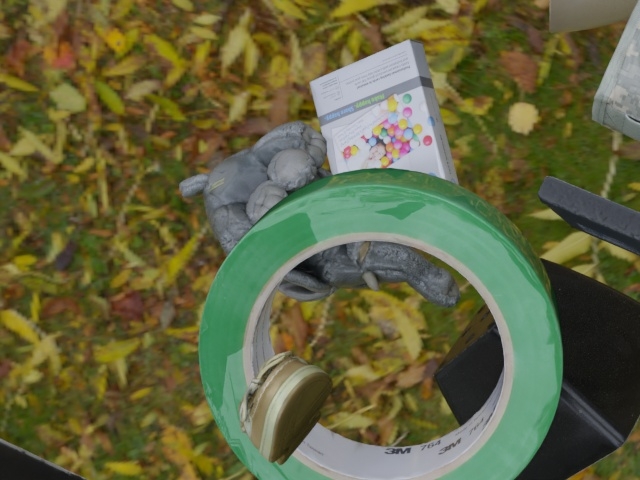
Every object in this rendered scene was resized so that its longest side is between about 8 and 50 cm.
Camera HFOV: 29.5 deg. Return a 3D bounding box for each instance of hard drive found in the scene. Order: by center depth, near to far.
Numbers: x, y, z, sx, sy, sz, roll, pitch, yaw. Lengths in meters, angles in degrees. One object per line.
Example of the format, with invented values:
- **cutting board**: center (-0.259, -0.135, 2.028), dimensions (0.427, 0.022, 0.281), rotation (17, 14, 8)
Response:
- **hard drive**: center (0.234, -0.014, 0.983), dimensions (0.094, 0.135, 0.022), rotation (26, 92, 24)

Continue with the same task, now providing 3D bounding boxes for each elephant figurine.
- **elephant figurine**: center (0.000, 0.000, 1.292), dimensions (0.169, 0.239, 0.186), rotation (-41, 37, 18)

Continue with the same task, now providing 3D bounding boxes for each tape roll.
- **tape roll**: center (0.054, 0.098, 1.093), dimensions (0.321, 0.077, 0.321), rotation (3, 105, 10)

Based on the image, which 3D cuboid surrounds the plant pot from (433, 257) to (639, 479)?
- **plant pot**: center (0.234, 0.135, 1.285), dimensions (0.167, 0.188, 0.187), rotation (41, 139, 0)

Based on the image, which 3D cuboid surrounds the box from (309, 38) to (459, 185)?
- **box**: center (0.073, -0.119, 1.406), dimensions (0.145, 0.038, 0.186), rotation (-18, 82, 33)

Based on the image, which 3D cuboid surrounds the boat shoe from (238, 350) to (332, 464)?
- **boat shoe**: center (-0.027, 0.092, 0.695), dimensions (0.048, 0.153, 0.056), rotation (38, 79, 9)

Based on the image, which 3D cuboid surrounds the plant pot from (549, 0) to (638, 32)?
- **plant pot**: center (0.377, -0.390, 1.459), dimensions (0.191, 0.284, 0.284), rotation (4, 96, 11)

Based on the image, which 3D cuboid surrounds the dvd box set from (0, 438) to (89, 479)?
- **dvd box set**: center (-0.354, 0.249, 0.738), dimensions (0.420, 0.307, 0.062), rotation (-40, 42, 16)

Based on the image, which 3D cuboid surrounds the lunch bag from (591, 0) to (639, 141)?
- **lunch bag**: center (0.413, -0.167, 1.100), dimensions (0.235, 0.169, 0.287), rotation (28, 62, 23)
